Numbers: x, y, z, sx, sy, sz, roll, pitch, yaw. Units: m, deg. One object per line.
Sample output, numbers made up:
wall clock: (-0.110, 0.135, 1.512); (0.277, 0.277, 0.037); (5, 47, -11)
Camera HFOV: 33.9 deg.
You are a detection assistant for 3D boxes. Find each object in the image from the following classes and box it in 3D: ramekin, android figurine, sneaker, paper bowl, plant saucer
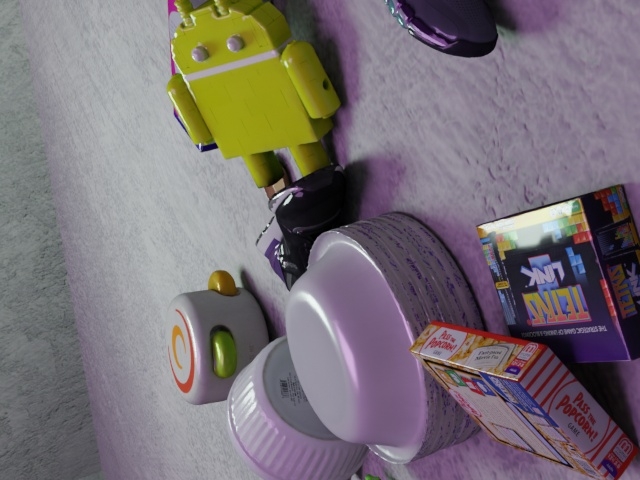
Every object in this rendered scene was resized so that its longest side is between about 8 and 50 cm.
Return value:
ramekin: (-0.014, 0.219, 1.396); (0.207, 0.207, 0.109); (61, 146, 26)
android figurine: (-0.091, -0.193, 1.319); (0.248, 0.056, 0.272); (-5, 121, 39)
sneaker: (0.095, -0.263, 0.948); (0.223, 0.083, 0.098); (59, 149, 32)
sneaker: (0.000, 0.000, 1.351); (0.124, 0.107, 0.283); (60, 164, 12)
paper bowl: (0.060, 0.120, 1.217); (0.284, 0.148, 0.284); (50, 149, 46)
plant saucer: (-0.063, -0.085, 1.522); (0.083, 0.015, 0.083); (47, 147, 45)

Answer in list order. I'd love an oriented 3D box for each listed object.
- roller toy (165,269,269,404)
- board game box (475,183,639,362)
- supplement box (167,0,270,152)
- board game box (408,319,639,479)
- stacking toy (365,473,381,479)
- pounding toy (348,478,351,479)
roller toy: (-0.173, 0.176, 1.793); (0.209, 0.146, 0.191); (63, 147, 37)
board game box: (0.216, 0.036, 0.923); (0.170, 0.048, 0.141); (-21, 85, 68)
supplement box: (-0.141, -0.252, 1.457); (0.111, 0.114, 0.220); (53, 151, 41)
board game box: (0.185, 0.149, 0.993); (0.147, 0.045, 0.193); (47, 164, -19)
stacking toy: (0.132, 0.428, 1.405); (0.221, 0.052, 0.166); (-152, 51, -62)
pounding toy: (0.000, 0.312, 1.585); (0.130, 0.100, 0.141); (45, 134, 48)
